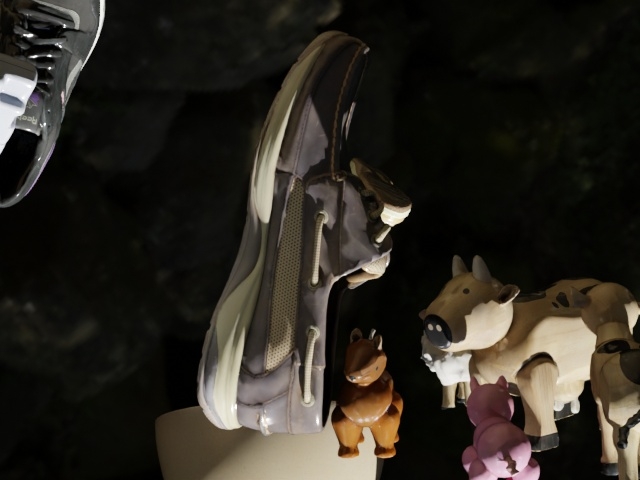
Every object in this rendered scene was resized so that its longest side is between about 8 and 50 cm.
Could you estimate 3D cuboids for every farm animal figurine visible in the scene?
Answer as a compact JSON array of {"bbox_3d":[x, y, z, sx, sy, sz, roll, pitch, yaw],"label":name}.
[{"bbox_3d":[0.180,0.095,1.240,0.330,0.172,0.327,3,-172,34],"label":"farm animal figurine"}]

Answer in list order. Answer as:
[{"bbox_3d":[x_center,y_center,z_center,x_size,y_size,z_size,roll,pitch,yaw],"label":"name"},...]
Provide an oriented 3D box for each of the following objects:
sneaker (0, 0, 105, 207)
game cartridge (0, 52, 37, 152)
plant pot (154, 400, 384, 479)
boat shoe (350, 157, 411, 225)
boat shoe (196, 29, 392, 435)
[{"bbox_3d":[-0.280,-0.164,1.446,0.124,0.107,0.283,-107,-148,-60],"label":"sneaker"},{"bbox_3d":[-0.376,-0.066,1.165,0.297,0.198,0.062,-49,-150,38],"label":"game cartridge"},{"bbox_3d":[-0.057,0.308,1.741,0.284,0.191,0.284,-1,164,0],"label":"plant pot"},{"bbox_3d":[0.056,-0.038,1.667,0.072,0.068,0.190,-59,-169,9],"label":"boat shoe"},{"bbox_3d":[0.000,0.000,1.252,0.132,0.130,0.355,6,99,-82],"label":"boat shoe"}]
